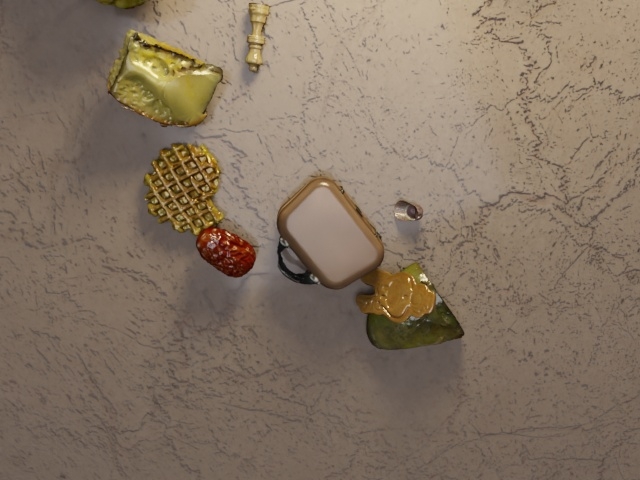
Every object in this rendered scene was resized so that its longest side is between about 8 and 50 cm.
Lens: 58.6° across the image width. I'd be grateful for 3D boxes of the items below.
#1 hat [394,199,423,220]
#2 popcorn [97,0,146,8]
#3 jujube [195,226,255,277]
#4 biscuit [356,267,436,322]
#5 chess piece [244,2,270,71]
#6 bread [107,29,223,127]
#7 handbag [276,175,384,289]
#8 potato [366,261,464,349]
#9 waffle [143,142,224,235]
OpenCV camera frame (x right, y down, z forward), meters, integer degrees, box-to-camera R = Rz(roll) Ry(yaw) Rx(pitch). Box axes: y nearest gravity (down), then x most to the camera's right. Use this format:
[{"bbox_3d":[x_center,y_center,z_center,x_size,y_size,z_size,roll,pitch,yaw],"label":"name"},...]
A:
[{"bbox_3d":[0.256,-0.085,1.637,0.087,0.042,0.058,12,101,32],"label":"hat"},{"bbox_3d":[-0.492,-0.684,1.373,0.293,0.293,0.237,-30,143,6],"label":"popcorn"},{"bbox_3d":[-0.269,0.031,1.611,0.176,0.109,0.112,35,80,-25],"label":"jujube"},{"bbox_3d":[0.211,0.157,1.616,0.236,0.040,0.144,8,86,34],"label":"biscuit"},{"bbox_3d":[-0.170,-0.538,1.518,0.060,0.060,0.172,7,105,-2],"label":"chess piece"},{"bbox_3d":[-0.413,-0.411,1.493,0.262,0.162,0.204,21,101,-28],"label":"bread"},{"bbox_3d":[0.000,0.000,1.596,0.283,0.149,0.302,-39,102,5],"label":"handbag"},{"bbox_3d":[0.256,0.246,1.675,0.255,0.112,0.269,-34,99,8],"label":"potato"},{"bbox_3d":[-0.370,-0.146,1.604,0.249,0.056,0.253,28,100,-7],"label":"waffle"}]
